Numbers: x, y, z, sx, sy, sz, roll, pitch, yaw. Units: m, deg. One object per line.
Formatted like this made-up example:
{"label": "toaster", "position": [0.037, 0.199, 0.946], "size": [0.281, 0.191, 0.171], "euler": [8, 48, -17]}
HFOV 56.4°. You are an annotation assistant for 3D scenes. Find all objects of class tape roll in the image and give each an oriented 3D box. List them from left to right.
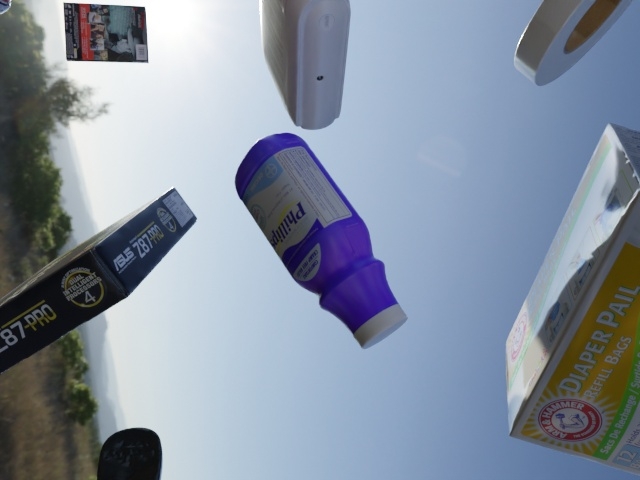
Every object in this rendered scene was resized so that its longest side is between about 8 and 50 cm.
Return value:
{"label": "tape roll", "position": [0.596, -0.524, 1.331], "size": [0.072, 0.392, 0.392], "euler": [46, -31, 18]}

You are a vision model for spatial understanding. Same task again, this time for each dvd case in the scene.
{"label": "dvd case", "position": [-0.324, -0.314, 0.905], "size": [0.013, 0.119, 0.087], "euler": [-170, -103, -77]}

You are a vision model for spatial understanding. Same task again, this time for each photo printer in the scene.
{"label": "photo printer", "position": [-0.035, -0.391, 1.061], "size": [0.307, 0.107, 0.256], "euler": [94, -23, -56]}

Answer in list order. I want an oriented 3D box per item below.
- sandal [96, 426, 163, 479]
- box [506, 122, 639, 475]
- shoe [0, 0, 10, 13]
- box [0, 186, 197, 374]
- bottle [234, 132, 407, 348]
{"label": "sandal", "position": [-0.144, 0.211, 0.436], "size": [0.179, 0.067, 0.040], "euler": [-108, -160, -46]}
{"label": "box", "position": [0.209, 0.045, 0.394], "size": [0.103, 0.114, 0.203], "euler": [-65, 169, -56]}
{"label": "shoe", "position": [-0.336, -0.321, 0.599], "size": [0.178, 0.081, 0.063], "euler": [64, 12, 9]}
{"label": "box", "position": [-0.406, 0.061, 1.028], "size": [0.097, 0.318, 0.395], "euler": [56, 13, -14]}
{"label": "bottle", "position": [0.000, 0.000, 0.742], "size": [0.283, 0.092, 0.118], "euler": [56, -45, 18]}
